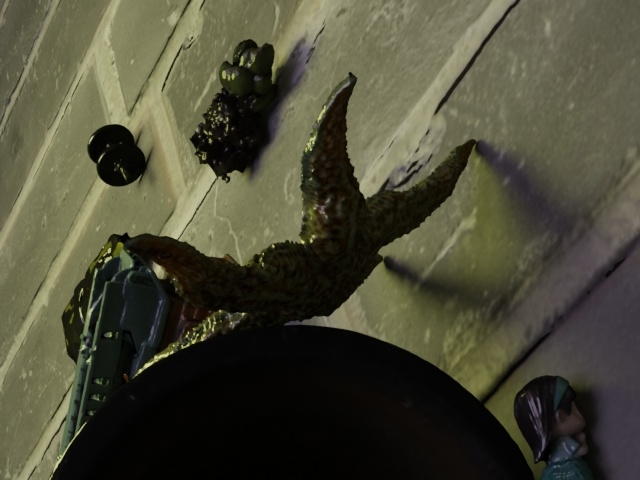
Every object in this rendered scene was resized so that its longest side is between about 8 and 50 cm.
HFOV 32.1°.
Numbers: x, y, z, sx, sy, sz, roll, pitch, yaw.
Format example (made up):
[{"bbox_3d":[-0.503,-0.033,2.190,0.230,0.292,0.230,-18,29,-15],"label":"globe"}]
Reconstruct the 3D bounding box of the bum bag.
[{"bbox_3d":[-0.303,0.087,1.536,0.232,0.060,0.107,-52,50,40],"label":"bum bag"}]

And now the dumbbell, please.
[{"bbox_3d":[-0.285,-0.119,1.554,0.069,0.069,0.147,-65,35,23],"label":"dumbbell"}]

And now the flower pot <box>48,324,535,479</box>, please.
[{"bbox_3d":[-0.029,0.264,0.852,0.251,0.379,0.380,122,148,-68],"label":"flower pot"}]

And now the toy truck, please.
[{"bbox_3d":[-0.188,0.180,1.211,0.133,0.184,0.339,40,115,55],"label":"toy truck"}]

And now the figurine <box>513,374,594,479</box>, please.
[{"bbox_3d":[0.168,0.147,0.792,0.060,0.047,0.106,82,176,-70],"label":"figurine"}]

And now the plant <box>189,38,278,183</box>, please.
[{"bbox_3d":[-0.092,-0.151,1.257,0.085,0.087,0.174,36,121,23],"label":"plant"}]

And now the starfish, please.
[{"bbox_3d":[0.003,0.001,0.846,0.078,0.357,0.347,51,159,23],"label":"starfish"}]
